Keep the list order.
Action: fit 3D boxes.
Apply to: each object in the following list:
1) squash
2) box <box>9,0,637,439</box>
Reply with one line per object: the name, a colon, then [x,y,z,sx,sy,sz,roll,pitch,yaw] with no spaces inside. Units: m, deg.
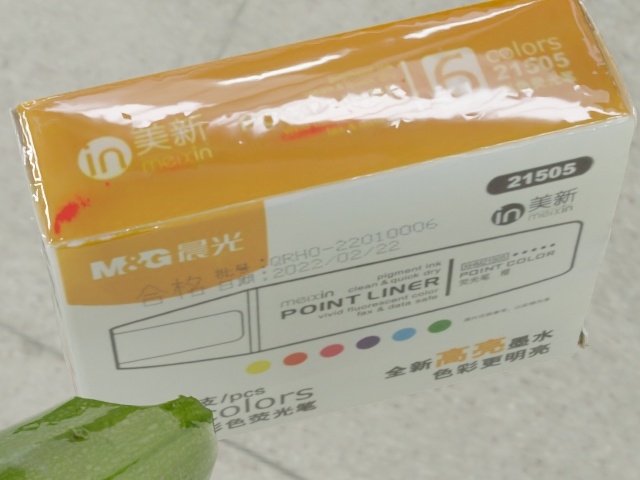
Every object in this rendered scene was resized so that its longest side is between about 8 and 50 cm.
squash: [-0.115,0.104,0.618,0.069,0.239,0.069,10,108,32]
box: [0.000,0.000,0.844,0.274,0.220,0.091,-13,57,-6]
